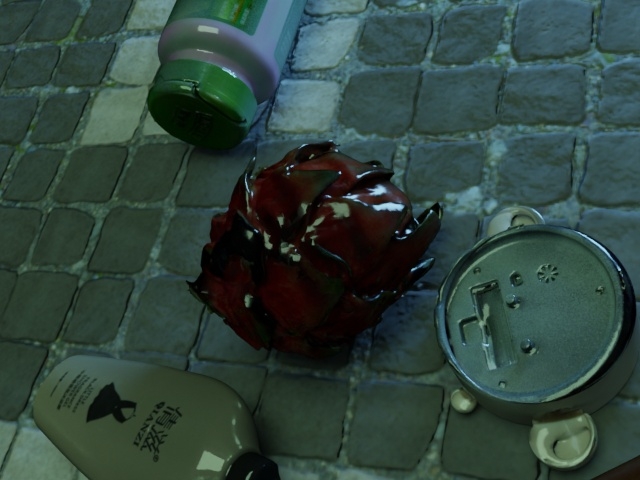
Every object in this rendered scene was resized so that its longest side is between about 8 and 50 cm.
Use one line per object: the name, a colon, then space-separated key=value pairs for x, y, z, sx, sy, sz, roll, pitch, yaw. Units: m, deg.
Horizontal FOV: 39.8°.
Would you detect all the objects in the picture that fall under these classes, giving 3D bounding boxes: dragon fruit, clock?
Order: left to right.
dragon fruit: x=-0.006 y=0.006 z=0.736 sx=0.182 sy=0.182 sz=0.188 roll=17 pitch=70 yaw=32
clock: x=0.165 y=0.063 z=0.689 sx=0.156 sy=0.063 sz=0.229 roll=-13 pitch=55 yaw=16

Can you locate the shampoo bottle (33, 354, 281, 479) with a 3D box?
shampoo bottle: x=-0.137 y=0.165 z=0.739 sx=0.257 sy=0.078 sz=0.127 roll=13 pitch=58 yaw=37

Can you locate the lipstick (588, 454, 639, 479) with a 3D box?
lipstick: x=0.303 y=0.130 z=0.588 sx=0.357 sy=0.057 sz=0.057 roll=-29 pitch=53 yaw=7

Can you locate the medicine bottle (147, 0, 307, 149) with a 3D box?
medicine bottle: x=-0.090 y=-0.235 z=0.946 sx=0.134 sy=0.133 sz=0.274 roll=3 pitch=62 yaw=26
